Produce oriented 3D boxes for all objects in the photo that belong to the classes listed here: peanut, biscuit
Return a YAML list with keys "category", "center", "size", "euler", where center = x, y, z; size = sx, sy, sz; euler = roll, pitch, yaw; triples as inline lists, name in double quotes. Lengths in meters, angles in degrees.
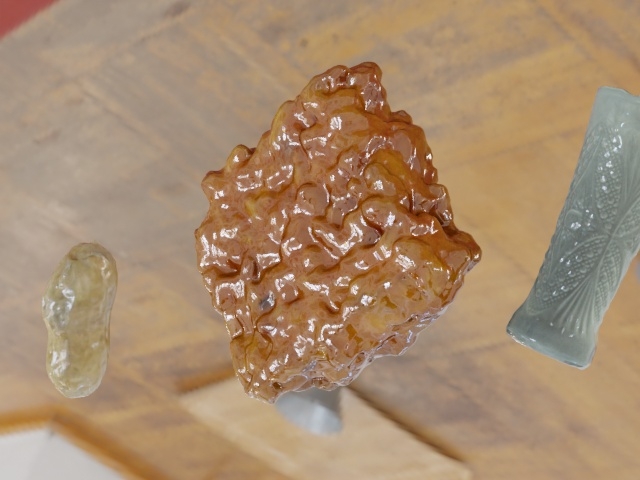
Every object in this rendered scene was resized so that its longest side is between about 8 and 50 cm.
- category: "peanut"
  center: [-0.318, 0.105, 1.868]
  size: [0.099, 0.099, 0.214]
  euler: [12, 110, 22]
- category: "biscuit"
  center: [0.000, 0.000, 1.554]
  size: [0.318, 0.312, 0.110]
  euler: [-37, 149, 29]

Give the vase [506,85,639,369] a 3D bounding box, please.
- category: "vase"
  center: [0.227, -0.007, 1.156]
  size: [0.096, 0.219, 0.096]
  euler: [24, -179, -1]
